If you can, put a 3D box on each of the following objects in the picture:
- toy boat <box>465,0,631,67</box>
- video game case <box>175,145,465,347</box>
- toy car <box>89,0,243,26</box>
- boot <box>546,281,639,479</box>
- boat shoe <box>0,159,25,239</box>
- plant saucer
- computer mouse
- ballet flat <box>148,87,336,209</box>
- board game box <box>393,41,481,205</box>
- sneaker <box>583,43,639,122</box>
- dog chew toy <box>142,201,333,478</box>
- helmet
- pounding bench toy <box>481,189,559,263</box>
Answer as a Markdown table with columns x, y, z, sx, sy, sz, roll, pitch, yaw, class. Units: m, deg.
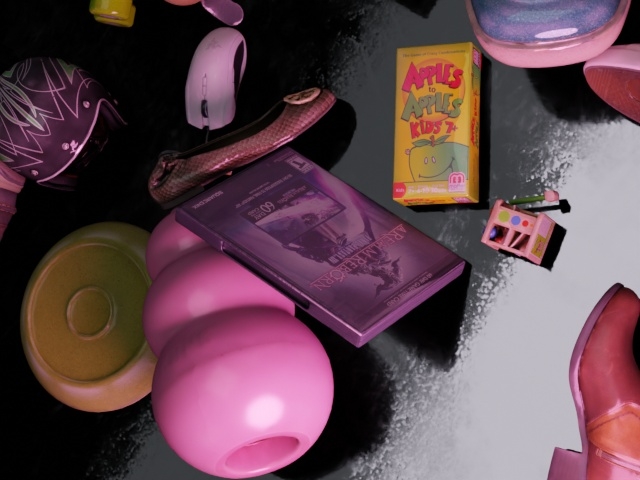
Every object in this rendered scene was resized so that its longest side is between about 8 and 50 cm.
| x | y | z | sx | sy | sz | roll | pitch | yaw | class |
| --- | --- | --- | --- | --- | --- | --- | --- | --- | --- |
| 0.309 | -0.319 | 1.728 | 0.318 | 0.148 | 0.267 | -8 | 49 | 11 | toy boat |
| 0.000 | 0.000 | 1.813 | 0.274 | 0.196 | 0.026 | 33 | 133 | 25 | video game case |
| -0.181 | -0.338 | 1.995 | 0.188 | 0.149 | 0.155 | 11 | 91 | -4 | toy car |
| 0.392 | 0.196 | 1.649 | 0.281 | 0.096 | 0.264 | 12 | 85 | 23 | boot |
| -0.556 | -0.061 | 2.077 | 0.355 | 0.132 | 0.130 | 6 | 82 | 25 | boat shoe |
| -0.280 | 0.091 | 1.983 | 0.241 | 0.037 | 0.240 | -5 | 78 | 22 | plant saucer |
| -0.140 | -0.175 | 1.971 | 0.106 | 0.042 | 0.193 | 4 | 82 | 24 | computer mouse |
| -0.097 | -0.121 | 1.898 | 0.250 | 0.084 | 0.058 | -30 | 101 | 2 | ballet flat |
| 0.135 | -0.134 | 1.847 | 0.092 | 0.043 | 0.181 | -2 | 79 | 23 | board game box |
| 0.434 | -0.179 | 1.716 | 0.290 | 0.106 | 0.123 | 14 | 60 | 27 | sneaker |
| -0.112 | 0.100 | 1.828 | 0.207 | 0.206 | 0.331 | -28 | 61 | 16 | dog chew toy |
| -0.337 | -0.149 | 1.983 | 0.169 | 0.161 | 0.169 | -4 | 79 | 22 | helmet |
| 0.224 | -0.026 | 1.784 | 0.065 | 0.052 | 0.083 | 21 | 89 | 25 | pounding bench toy |
